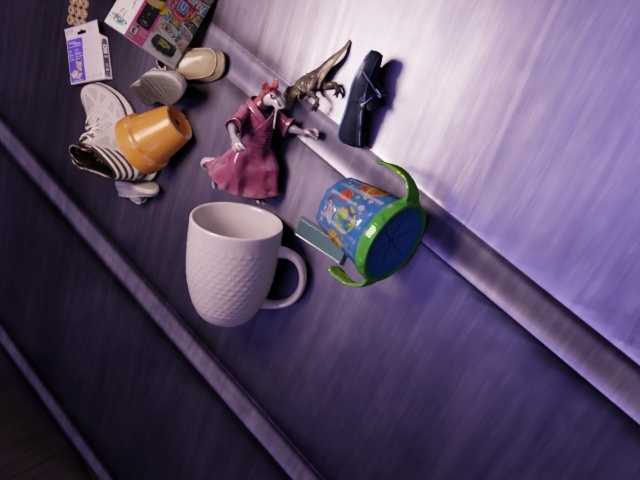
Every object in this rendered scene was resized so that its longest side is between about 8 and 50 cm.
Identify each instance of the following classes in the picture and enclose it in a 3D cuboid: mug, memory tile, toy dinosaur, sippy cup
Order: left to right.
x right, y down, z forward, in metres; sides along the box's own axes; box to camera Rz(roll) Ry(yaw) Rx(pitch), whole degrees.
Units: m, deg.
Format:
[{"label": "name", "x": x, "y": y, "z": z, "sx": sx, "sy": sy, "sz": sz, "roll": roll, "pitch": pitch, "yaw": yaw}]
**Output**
[{"label": "memory tile", "x": -0.916, "y": -0.882, "z": 2.035, "sx": 0.113, "sy": 0.012, "sz": 0.148, "roll": 27, "pitch": 112, "yaw": 26}, {"label": "mug", "x": -0.227, "y": 0.094, "z": 1.651, "sx": 0.374, "sy": 0.276, "sz": 0.328, "roll": 11, "pitch": 114, "yaw": -1}, {"label": "toy dinosaur", "x": -0.004, "y": -0.434, "z": 1.505, "sx": 0.268, "sy": 0.064, "sz": 0.118, "roll": -31, "pitch": 75, "yaw": 30}, {"label": "sippy cup", "x": 0.117, "y": -0.046, "z": 1.415, "sx": 0.305, "sy": 0.240, "sz": 0.224, "roll": -46, "pitch": 56, "yaw": -10}]

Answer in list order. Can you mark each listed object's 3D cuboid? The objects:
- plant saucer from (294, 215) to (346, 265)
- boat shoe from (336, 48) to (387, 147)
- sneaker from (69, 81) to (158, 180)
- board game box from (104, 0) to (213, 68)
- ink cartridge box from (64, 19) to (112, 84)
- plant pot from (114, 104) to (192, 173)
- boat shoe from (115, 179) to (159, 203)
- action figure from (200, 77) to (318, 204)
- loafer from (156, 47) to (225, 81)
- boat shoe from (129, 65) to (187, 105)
[{"label": "plant saucer", "x": 0.000, "y": 0.000, "z": 1.610, "sx": 0.192, "sy": 0.018, "sz": 0.067, "roll": 34, "pitch": 115, "yaw": 24}, {"label": "boat shoe", "x": 0.126, "y": -0.368, "z": 1.422, "sx": 0.089, "sy": 0.109, "sz": 0.258, "roll": 30, "pitch": 131, "yaw": 17}, {"label": "sneaker", "x": -0.780, "y": -0.393, "z": 1.895, "sx": 0.169, "sy": 0.257, "sz": 0.447, "roll": -46, "pitch": 74, "yaw": 31}, {"label": "board game box", "x": -0.454, "y": -0.702, "z": 1.591, "sx": 0.097, "sy": 0.224, "sz": 0.303, "roll": 34, "pitch": 95, "yaw": 24}, {"label": "ink cartridge box", "x": -0.872, "y": -0.700, "z": 2.022, "sx": 0.206, "sy": 0.045, "sz": 0.208, "roll": 3, "pitch": 102, "yaw": 33}, {"label": "plant pot", "x": -0.542, "y": -0.353, "z": 1.800, "sx": 0.187, "sy": 0.205, "sz": 0.205, "roll": -24, "pitch": 86, "yaw": 18}, {"label": "boat shoe", "x": -0.669, "y": -0.178, "z": 1.981, "sx": 0.227, "sy": 0.079, "sz": 0.081, "roll": 13, "pitch": 116, "yaw": 35}, {"label": "action figure", "x": -0.183, "y": -0.305, "z": 1.594, "sx": 0.276, "sy": 0.248, "sz": 0.370, "roll": 49, "pitch": 129, "yaw": 47}, {"label": "loafer", "x": -0.420, "y": -0.562, "z": 1.727, "sx": 0.268, "sy": 0.092, "sz": 0.102, "roll": 6, "pitch": 102, "yaw": 32}, {"label": "boat shoe", "x": -0.514, "y": -0.507, "z": 1.741, "sx": 0.320, "sy": 0.103, "sz": 0.118, "roll": 8, "pitch": 145, "yaw": 54}]
